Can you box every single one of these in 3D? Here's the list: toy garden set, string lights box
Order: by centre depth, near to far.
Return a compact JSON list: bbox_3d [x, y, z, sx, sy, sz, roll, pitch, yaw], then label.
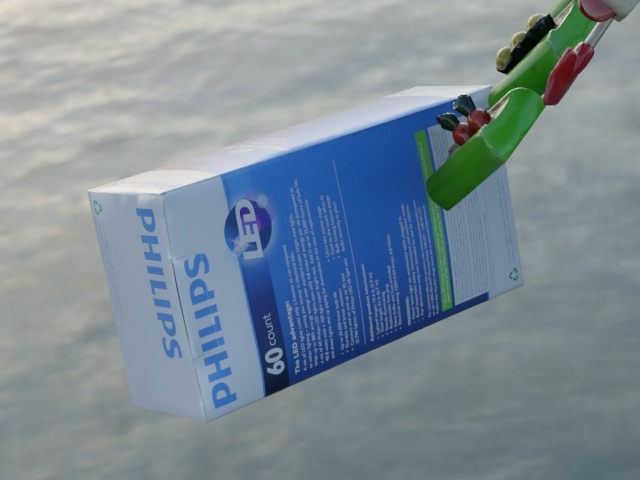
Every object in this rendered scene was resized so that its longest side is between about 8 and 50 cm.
[{"bbox_3d":[0.145,-0.148,0.955,0.244,0.049,0.204,-54,3,-19],"label":"toy garden set"},{"bbox_3d":[0.000,0.000,1.034,0.259,0.133,0.076,-20,16,-37],"label":"string lights box"}]
